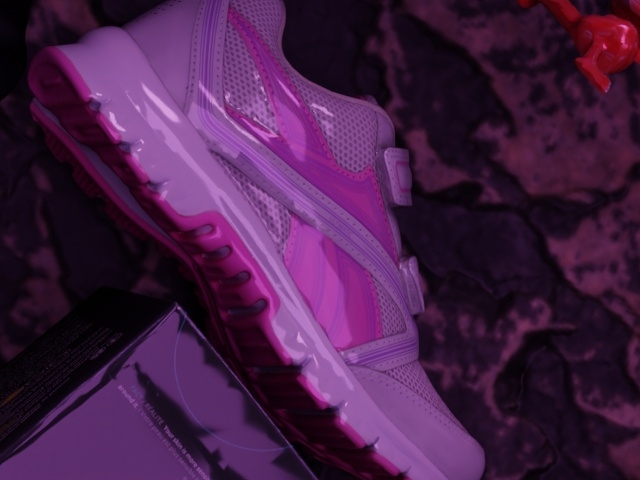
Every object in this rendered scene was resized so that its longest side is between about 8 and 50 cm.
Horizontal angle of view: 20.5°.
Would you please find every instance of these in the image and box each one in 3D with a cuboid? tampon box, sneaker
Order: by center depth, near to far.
[{"bbox_3d":[-0.070,0.096,0.659,0.101,0.161,0.120,-40,100,-11],"label":"tampon box"},{"bbox_3d":[0.000,0.000,0.708,0.111,0.103,0.252,-41,109,-19],"label":"sneaker"}]

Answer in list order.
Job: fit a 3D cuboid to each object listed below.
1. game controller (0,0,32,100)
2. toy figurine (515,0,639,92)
[{"bbox_3d":[-0.118,-0.200,0.642,0.067,0.166,0.319,15,87,4],"label":"game controller"},{"bbox_3d":[0.264,-0.137,0.696,0.362,0.191,0.217,17,114,-17],"label":"toy figurine"}]
